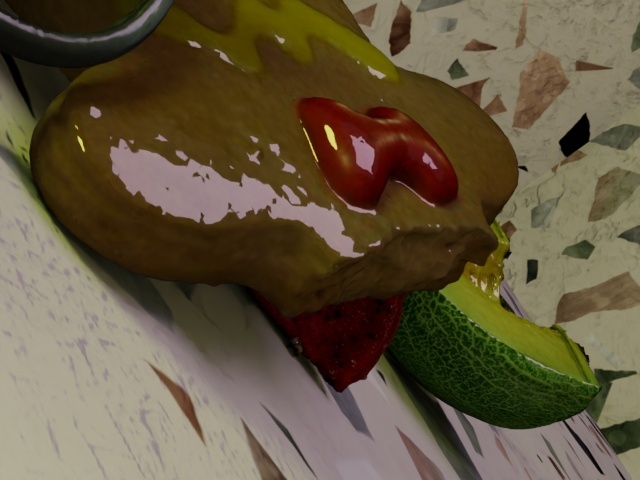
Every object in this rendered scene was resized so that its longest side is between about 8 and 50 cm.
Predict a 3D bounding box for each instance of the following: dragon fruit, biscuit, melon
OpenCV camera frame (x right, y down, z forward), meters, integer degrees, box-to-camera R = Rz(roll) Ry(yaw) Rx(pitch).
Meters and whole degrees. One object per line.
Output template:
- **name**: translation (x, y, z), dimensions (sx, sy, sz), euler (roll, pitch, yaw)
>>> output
- **dragon fruit**: translation (0.000, 0.000, 0.921), dimensions (0.162, 0.106, 0.083), euler (50, 7, -8)
- **biscuit**: translation (-0.052, -0.136, 0.824), dimensions (0.368, 0.076, 0.394), euler (-1, 52, -51)
- **melon**: translation (0.096, 0.057, 1.236), dimensions (0.169, 0.129, 0.265), euler (20, 31, -34)

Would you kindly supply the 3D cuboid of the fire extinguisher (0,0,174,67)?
- **fire extinguisher**: translation (-0.171, -0.213, 0.658), dimensions (0.376, 0.200, 0.113), euler (34, -10, -17)
